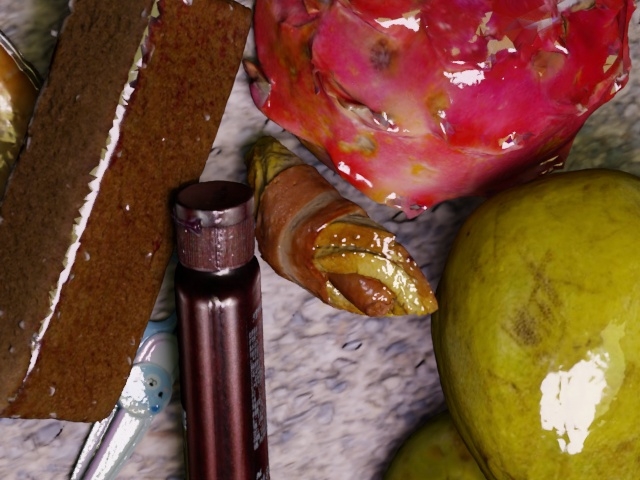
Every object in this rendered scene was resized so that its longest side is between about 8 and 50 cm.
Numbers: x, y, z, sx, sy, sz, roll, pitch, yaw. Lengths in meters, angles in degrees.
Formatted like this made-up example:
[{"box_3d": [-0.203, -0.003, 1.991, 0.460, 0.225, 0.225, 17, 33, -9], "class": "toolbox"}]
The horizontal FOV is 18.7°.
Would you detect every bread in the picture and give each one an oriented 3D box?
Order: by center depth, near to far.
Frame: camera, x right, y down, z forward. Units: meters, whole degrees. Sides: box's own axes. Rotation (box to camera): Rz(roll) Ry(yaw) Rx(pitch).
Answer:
[{"box_3d": [-0.199, -0.040, 1.738, 0.165, 0.113, 0.416, 18, 92, -56], "class": "bread"}]

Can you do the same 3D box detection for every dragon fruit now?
[{"box_3d": [0.132, -0.208, 1.795, 0.386, 0.249, 0.371, -27, 102, -16], "class": "dragon fruit"}]

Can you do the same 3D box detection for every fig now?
[{"box_3d": [0.169, 0.265, 1.913, 0.225, 0.203, 0.203, 22, 91, -60], "class": "fig"}]

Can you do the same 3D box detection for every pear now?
[{"box_3d": [0.229, 0.101, 1.733, 0.287, 0.287, 0.375, 31, 57, -21], "class": "pear"}]

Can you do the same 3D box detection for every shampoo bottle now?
[{"box_3d": [-0.092, 0.107, 1.780, 0.084, 0.129, 0.323, 0, 115, 4], "class": "shampoo bottle"}]

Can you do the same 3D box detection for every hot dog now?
[{"box_3d": [-0.005, 0.001, 1.779, 0.093, 0.261, 0.123, -41, 137, -8], "class": "hot dog"}]

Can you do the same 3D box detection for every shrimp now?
[{"box_3d": [-0.372, -0.091, 1.721, 0.290, 0.054, 0.222, -21, 106, -19], "class": "shrimp"}]

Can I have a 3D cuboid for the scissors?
[{"box_3d": [-0.168, 0.137, 1.842, 0.125, 0.030, 0.256, 31, 84, -20], "class": "scissors"}]
